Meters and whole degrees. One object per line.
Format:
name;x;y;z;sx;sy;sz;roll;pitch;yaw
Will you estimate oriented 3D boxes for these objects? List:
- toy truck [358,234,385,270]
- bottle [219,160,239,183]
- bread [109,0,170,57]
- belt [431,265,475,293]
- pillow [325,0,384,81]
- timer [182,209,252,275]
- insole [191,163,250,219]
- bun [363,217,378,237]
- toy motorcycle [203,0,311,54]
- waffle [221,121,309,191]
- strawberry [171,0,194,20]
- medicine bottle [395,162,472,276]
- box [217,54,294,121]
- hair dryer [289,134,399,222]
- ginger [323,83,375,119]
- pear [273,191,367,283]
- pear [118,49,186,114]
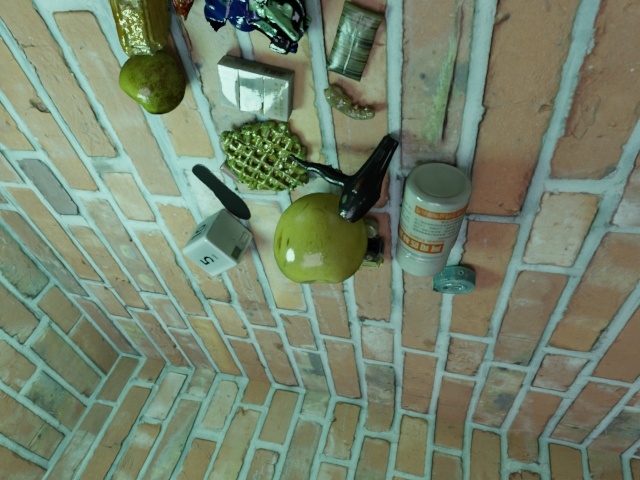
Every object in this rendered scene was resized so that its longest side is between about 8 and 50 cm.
toy truck;0.130;0.054;1.786;0.272;0.124;0.157;0;142;18
bottle;-0.339;-0.263;1.679;0.096;0.045;0.045;37;137;-22
bread;-0.508;-0.645;1.221;0.121;0.174;0.245;19;144;3
belt;0.542;0.158;1.766;0.163;0.082;0.148;7;149;9
pillow;0.089;-0.541;1.201;0.113;0.038;0.203;20;140;-1
timer;-0.449;0.013;1.914;0.195;0.192;0.194;-23;124;39
insole;-0.406;-0.195;1.809;0.109;0.007;0.322;-21;125;36
bun;0.191;-0.053;1.694;0.086;0.055;0.086;22;143;18
toy motorcycle;-0.191;-0.622;1.169;0.331;0.125;0.196;28;141;-4
waffle;-0.196;-0.289;1.568;0.317;0.073;0.297;-1;136;20
strawberry;-0.375;-0.698;1.161;0.140;0.085;0.192;38;155;56
medicine bottle;0.372;-0.061;1.490;0.211;0.211;0.371;11;138;10
box;-0.202;-0.477;1.368;0.233;0.067;0.149;15;139;6
hair dryer;0.054;-0.249;1.427;0.359;0.304;0.120;27;-179;20
ginger;0.084;-0.417;1.339;0.173;0.051;0.069;24;145;-12
pear;0.000;0.000;1.558;0.348;0.348;0.348;11;139;10
pear;-0.522;-0.506;1.380;0.197;0.197;0.197;11;139;10
